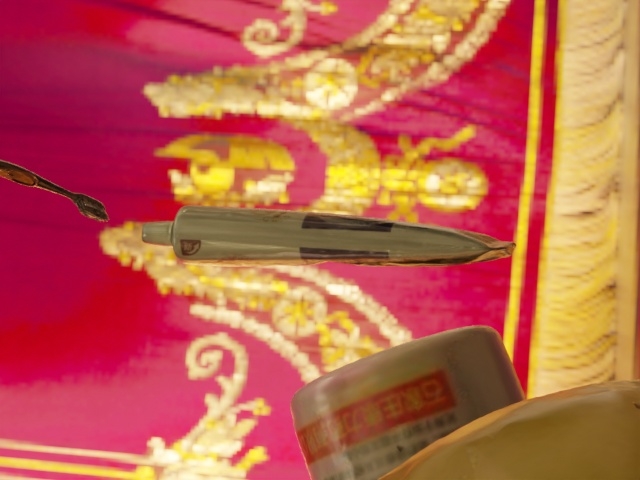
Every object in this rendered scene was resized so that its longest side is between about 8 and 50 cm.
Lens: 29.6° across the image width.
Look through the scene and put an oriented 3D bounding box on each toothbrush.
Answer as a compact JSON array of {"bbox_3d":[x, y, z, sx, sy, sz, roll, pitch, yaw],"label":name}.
[{"bbox_3d":[-0.380,-0.082,1.499,0.321,0.023,0.031,27,-161,-49],"label":"toothbrush"}]

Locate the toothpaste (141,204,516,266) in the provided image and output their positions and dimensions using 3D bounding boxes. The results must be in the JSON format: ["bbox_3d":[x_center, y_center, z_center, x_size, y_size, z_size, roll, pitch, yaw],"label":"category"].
[{"bbox_3d":[0.000,0.000,0.740,0.060,0.233,0.038,5,-93,-76],"label":"toothpaste"}]

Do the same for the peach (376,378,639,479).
[{"bbox_3d":[0.112,0.205,0.484,0.315,0.314,0.282,14,-126,-53],"label":"peach"}]

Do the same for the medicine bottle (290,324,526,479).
[{"bbox_3d":[0.129,0.291,1.126,0.219,0.219,0.388,45,-155,-78],"label":"medicine bottle"}]
